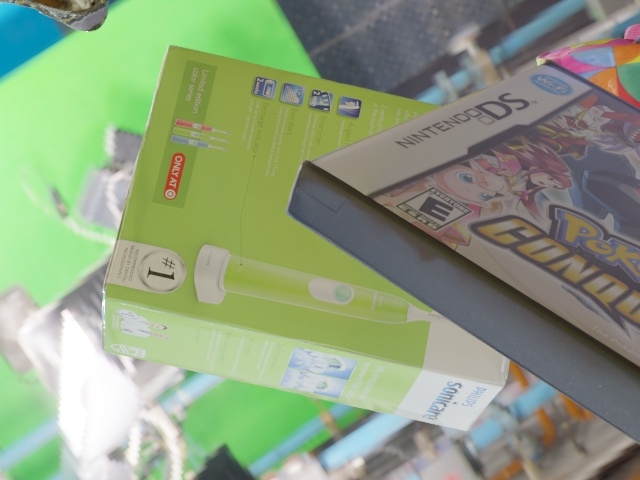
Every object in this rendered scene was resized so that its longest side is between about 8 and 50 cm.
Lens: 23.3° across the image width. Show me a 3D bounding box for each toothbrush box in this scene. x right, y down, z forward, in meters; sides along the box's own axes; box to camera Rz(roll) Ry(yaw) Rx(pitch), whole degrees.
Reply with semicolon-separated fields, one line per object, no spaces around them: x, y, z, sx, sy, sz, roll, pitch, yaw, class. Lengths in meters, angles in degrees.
0.000;0.000;1.137;0.122;0.283;0.206;107;-6;-66;toothbrush box

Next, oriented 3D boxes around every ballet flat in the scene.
-0.192;-0.173;1.022;0.041;0.114;0.041;-161;-90;-75;ballet flat

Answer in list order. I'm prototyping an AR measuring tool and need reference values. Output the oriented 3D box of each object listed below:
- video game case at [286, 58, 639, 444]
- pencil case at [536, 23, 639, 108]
0.162;0.006;0.781;0.275;0.035;0.248;33;-146;24;video game case
0.241;-0.052;1.242;0.104;0.236;0.104;-8;-175;1;pencil case
